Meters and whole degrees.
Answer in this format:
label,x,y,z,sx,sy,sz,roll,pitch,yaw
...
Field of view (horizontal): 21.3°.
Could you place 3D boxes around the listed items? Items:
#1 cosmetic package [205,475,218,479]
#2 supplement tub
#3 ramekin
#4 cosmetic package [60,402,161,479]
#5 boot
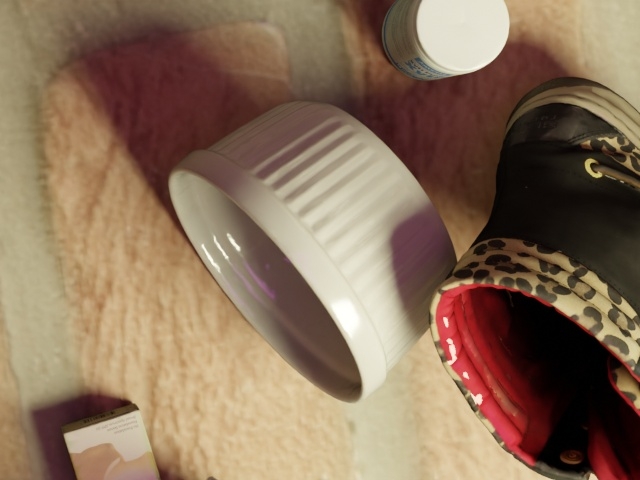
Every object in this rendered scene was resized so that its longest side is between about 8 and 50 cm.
label,x,y,z,sx,sy,sz,roll,pitch,yaw
cosmetic package,-0.042,0.289,1.161,0.151,0.184,0.151,-48,121,-4
supplement tub,0.088,-0.152,1.225,0.071,0.107,0.071,0,93,-10
ramekin,0.000,0.000,1.172,0.109,0.207,0.207,-39,98,-17
cosmetic package,-0.144,0.182,1.230,0.060,0.041,0.115,-18,95,-10
boot,0.243,0.079,1.168,0.377,0.284,0.138,46,125,-6
